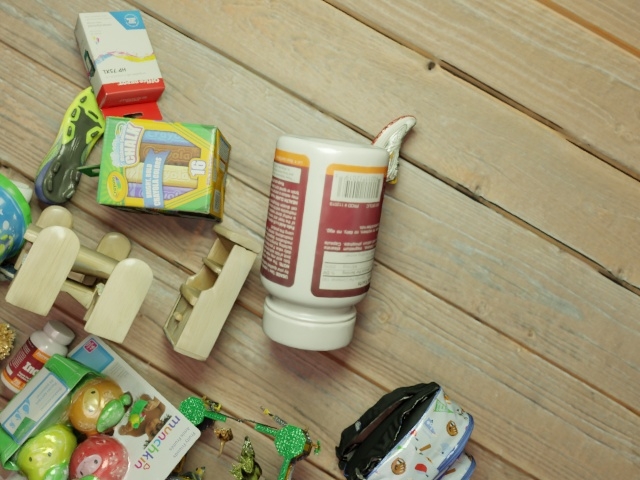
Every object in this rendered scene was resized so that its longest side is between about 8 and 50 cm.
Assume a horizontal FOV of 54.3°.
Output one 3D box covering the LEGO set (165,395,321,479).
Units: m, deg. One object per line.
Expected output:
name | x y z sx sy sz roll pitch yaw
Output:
LEGO set | -0.160 0.466 1.281 0.331 0.192 0.255 3 67 15

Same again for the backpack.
backpack | 0.182 0.412 1.222 0.213 0.276 0.263 39 81 -2

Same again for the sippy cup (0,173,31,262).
sippy cup | -0.704 -0.001 1.183 0.240 0.224 0.306 -10 123 3

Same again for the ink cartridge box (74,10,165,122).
ink cartridge box | -0.423 -0.366 1.336 0.134 0.078 0.231 -18 85 -33

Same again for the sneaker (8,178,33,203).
sneaker | -0.792 -0.071 1.337 0.365 0.135 0.150 4 95 10

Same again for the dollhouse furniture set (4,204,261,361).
dollhouse furniture set | -0.358 0.032 1.212 0.394 0.362 0.257 27 87 -24

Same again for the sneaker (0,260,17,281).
sneaker | -0.708 0.072 1.362 0.135 0.052 0.058 22 97 10

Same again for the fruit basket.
fruit basket | -0.464 0.396 1.220 0.353 0.165 0.327 32 73 30

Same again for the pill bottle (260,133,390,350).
pill bottle | 0.000 0.000 1.231 0.224 0.224 0.392 9 102 2

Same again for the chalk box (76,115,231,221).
chalk box | -0.349 -0.146 1.298 0.288 0.180 0.179 6 87 0

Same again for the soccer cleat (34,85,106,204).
soccer cleat | -0.540 -0.212 1.351 0.093 0.121 0.289 32 71 -40

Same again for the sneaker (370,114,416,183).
sneaker | 0.138 -0.171 1.344 0.092 0.088 0.225 35 97 -1

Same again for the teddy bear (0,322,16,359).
teddy bear | -0.825 0.210 1.321 0.338 0.113 0.245 38 86 3

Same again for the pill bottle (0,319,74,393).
pill bottle | -0.597 0.248 1.325 0.086 0.086 0.152 37 88 3
